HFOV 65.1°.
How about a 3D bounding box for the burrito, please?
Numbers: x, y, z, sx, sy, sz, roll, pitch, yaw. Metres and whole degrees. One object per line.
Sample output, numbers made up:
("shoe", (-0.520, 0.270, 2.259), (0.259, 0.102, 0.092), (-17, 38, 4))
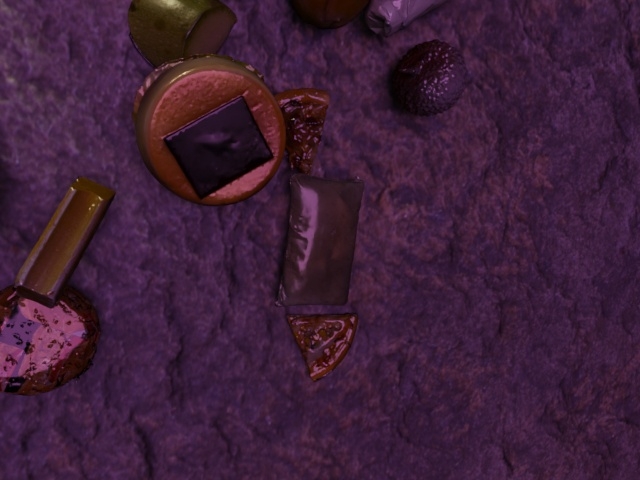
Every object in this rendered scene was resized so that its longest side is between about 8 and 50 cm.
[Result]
("burrito", (0.272, -0.575, 1.099), (0.445, 0.139, 0.101), (-37, 102, -15))

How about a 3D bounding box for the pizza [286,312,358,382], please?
("pizza", (0.001, 0.214, 1.159), (0.185, 0.036, 0.176), (-45, 108, -9))

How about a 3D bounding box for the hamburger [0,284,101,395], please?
("hamburger", (-0.531, 0.186, 0.946), (0.230, 0.106, 0.231), (0, 89, -18))

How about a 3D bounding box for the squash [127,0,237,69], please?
("squash", (-0.274, -0.418, 0.962), (0.184, 0.085, 0.192), (30, 86, -20))

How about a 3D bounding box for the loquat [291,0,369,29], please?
("loquat", (0.029, -0.531, 0.982), (0.179, 0.180, 0.228), (11, 137, -19))

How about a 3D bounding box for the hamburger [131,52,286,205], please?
("hamburger", (-0.205, -0.209, 0.959), (0.299, 0.176, 0.301), (-7, 110, -20))

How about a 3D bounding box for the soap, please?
("soap", (-0.448, -0.004, 0.887), (0.073, 0.140, 0.232), (29, 63, -22))

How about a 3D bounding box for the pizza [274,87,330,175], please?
("pizza", (-0.042, -0.224, 1.071), (0.153, 0.069, 0.194), (-12, 101, -16))

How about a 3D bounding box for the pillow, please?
("pillow", (0.000, 0.000, 1.110), (0.184, 0.075, 0.303), (4, 98, -27))

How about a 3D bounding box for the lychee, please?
("lychee", (0.236, -0.355, 1.097), (0.197, 0.165, 0.165), (13, 93, -53))
